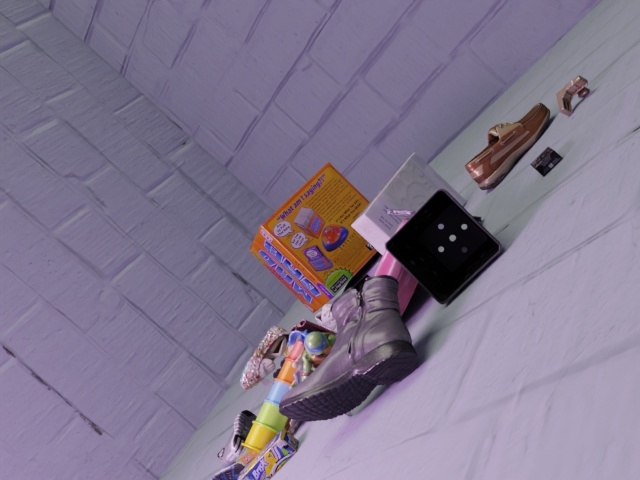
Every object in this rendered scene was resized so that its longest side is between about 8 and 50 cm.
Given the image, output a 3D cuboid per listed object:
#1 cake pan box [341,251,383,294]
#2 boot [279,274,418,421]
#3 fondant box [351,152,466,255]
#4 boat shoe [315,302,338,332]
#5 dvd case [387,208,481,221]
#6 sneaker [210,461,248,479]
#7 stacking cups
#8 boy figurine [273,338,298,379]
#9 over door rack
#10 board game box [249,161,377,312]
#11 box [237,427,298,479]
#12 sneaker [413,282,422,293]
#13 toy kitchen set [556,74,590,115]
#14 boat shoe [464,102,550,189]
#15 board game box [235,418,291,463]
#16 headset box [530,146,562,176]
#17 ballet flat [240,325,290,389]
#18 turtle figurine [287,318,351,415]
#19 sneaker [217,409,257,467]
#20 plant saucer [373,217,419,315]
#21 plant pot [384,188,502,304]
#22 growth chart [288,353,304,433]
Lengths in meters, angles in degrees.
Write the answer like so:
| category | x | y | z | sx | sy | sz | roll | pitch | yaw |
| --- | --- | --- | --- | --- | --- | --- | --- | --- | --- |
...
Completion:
| category | x | y | z | sx | sy | sz | roll | pitch | yaw |
| --- | --- | --- | --- | --- | --- | --- | --- | --- | --- |
| cake pan box | 0.188 | 0.122 | 2.399 | 0.245 | 0.070 | 0.267 | -49 | 2 | 28 |
| boot | 0.049 | 0.232 | 1.386 | 0.338 | 0.118 | 0.222 | -30 | 44 | 18 |
| fondant box | 0.283 | -0.086 | 2.033 | 0.330 | 0.238 | 0.096 | -50 | 5 | -32 |
| boat shoe | 0.045 | 0.266 | 2.288 | 0.098 | 0.096 | 0.277 | -49 | 3 | -28 |
| dvd case | 0.302 | -0.064 | 1.697 | 0.221 | 0.165 | 0.018 | 3 | -87 | -53 |
| sneaker | -0.264 | 0.661 | 1.782 | 0.211 | 0.080 | 0.081 | -45 | 7 | 29 |
| stacking cups | -0.103 | 0.415 | 1.730 | 0.316 | 0.096 | 0.096 | -66 | 9 | -19 |
| boy figurine | -0.094 | 0.420 | 2.338 | 0.177 | 0.092 | 0.285 | -59 | 2 | 13 |
| over door rack | -0.024 | 0.344 | 1.981 | 0.324 | 0.108 | 0.239 | -25 | 21 | 50 |
| board game box | 0.000 | 0.000 | 2.422 | 0.356 | 0.356 | 0.356 | -45 | -2 | -20 |
| box | -0.130 | 0.546 | 1.594 | 0.169 | 0.054 | 0.059 | -47 | 3 | 10 |
| sneaker | 0.250 | 0.126 | 1.756 | 0.083 | 0.032 | 0.037 | -46 | 4 | 20 |
| toy kitchen set | 0.715 | -0.396 | 1.799 | 0.083 | 0.068 | 0.075 | -45 | 33 | 49 |
| boat shoe | 0.561 | -0.300 | 1.947 | 0.324 | 0.120 | 0.122 | -49 | 3 | -11 |
| board game box | -0.148 | 0.558 | 1.894 | 0.259 | 0.039 | 0.124 | -49 | 2 | 34 |
| headset box | 0.550 | -0.194 | 1.581 | 0.062 | 0.032 | 0.083 | -47 | 5 | 18 |
| ballet flat | -0.159 | 0.350 | 1.954 | 0.077 | 0.091 | 0.241 | 5 | 43 | 26 |
| turtle figurine | 0.049 | 0.317 | 1.554 | 0.266 | 0.275 | 0.197 | 75 | -149 | -70 |
| sneaker | -0.279 | 0.653 | 2.106 | 0.132 | 0.086 | 0.228 | -50 | 3 | 16 |
| plant saucer | 0.193 | 0.105 | 1.693 | 0.332 | 0.084 | 0.332 | 25 | -90 | -89 |
| plant pot | 0.290 | 0.006 | 1.482 | 0.188 | 0.187 | 0.167 | -47 | -10 | 18 |
| growth chart | -0.043 | 0.379 | 1.712 | 0.172 | 0.021 | 0.237 | -42 | -40 | -55 |
